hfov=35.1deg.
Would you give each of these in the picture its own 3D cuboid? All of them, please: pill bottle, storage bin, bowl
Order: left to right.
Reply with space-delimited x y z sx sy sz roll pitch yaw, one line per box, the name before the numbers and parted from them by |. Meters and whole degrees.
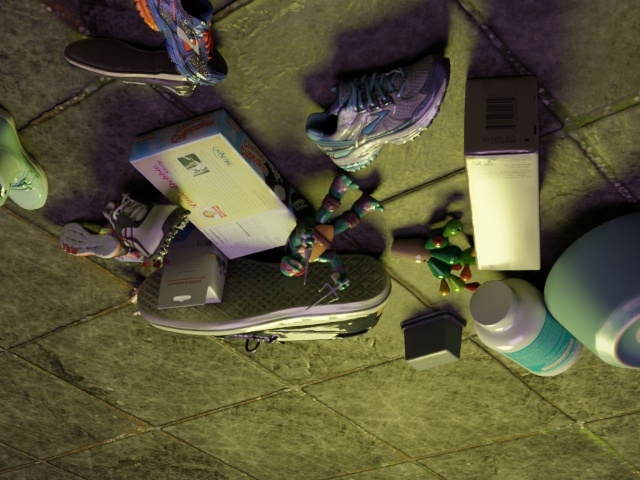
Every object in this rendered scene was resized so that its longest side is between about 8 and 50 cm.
storage bin | 0.242 0.220 2.152 0.135 0.091 0.098 -20 138 34
pill bottle | 0.394 0.162 1.966 0.146 0.146 0.264 -19 148 32
bowl | 0.574 0.113 1.804 0.311 0.163 0.311 -7 136 -7

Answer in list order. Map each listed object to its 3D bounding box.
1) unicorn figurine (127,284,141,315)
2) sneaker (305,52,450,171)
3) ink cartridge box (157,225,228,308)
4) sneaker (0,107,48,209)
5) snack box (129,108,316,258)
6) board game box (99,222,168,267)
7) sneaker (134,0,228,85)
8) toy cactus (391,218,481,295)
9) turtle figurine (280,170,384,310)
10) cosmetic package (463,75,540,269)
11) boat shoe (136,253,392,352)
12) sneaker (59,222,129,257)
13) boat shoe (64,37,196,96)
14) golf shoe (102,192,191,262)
unicorn figurine | -0.360 0.132 2.153 0.162 0.060 0.111 8 149 -32
sneaker | 0.081 -0.203 1.548 0.122 0.110 0.283 29 139 -25
ink cartridge box | -0.238 0.062 1.913 0.104 0.181 0.061 -6 144 18
sneaker | -0.554 -0.096 1.760 0.094 0.151 0.256 -1 146 7
snack box | -0.165 -0.090 1.788 0.187 0.060 0.322 -14 141 25
board game box | -0.359 0.019 2.001 0.168 0.033 0.133 2 146 5
sneaker | -0.187 -0.307 1.464 0.087 0.083 0.221 -16 144 17
toy cactus | 0.222 0.035 1.892 0.180 0.112 0.219 7 157 17
turtle figurine | 0.000 0.000 1.773 0.118 0.234 0.175 38 -179 34
cosmetic package | 0.295 -0.100 1.619 0.113 0.160 0.309 -1 144 11
boat shoe | -0.109 0.127 1.990 0.500 0.187 0.156 -3 142 2
sneaker | -0.436 0.009 1.956 0.158 0.061 0.065 16 177 31
boat shoe | -0.288 -0.258 1.552 0.206 0.075 0.065 6 143 -9
golf shoe | -0.319 -0.028 1.809 0.120 0.105 0.273 39 160 -16
